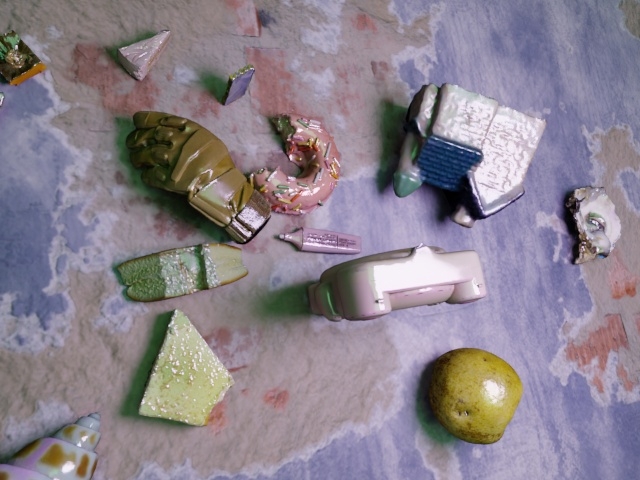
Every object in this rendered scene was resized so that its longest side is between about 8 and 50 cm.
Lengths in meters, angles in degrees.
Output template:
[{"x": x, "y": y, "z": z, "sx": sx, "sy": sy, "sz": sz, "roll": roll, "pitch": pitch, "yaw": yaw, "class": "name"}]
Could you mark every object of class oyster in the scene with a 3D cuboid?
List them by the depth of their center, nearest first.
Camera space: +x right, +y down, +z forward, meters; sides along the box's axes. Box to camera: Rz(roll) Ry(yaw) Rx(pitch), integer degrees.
[{"x": 0.783, "y": -0.052, "z": 1.301, "sx": 0.222, "sy": 0.083, "sz": 0.215, "roll": -11, "pitch": 86, "yaw": -29, "class": "oyster"}]

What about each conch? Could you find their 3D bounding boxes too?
[{"x": -0.451, "y": 0.436, "z": 0.647, "sx": 0.368, "sy": 0.197, "sz": 0.250, "roll": -38, "pitch": 126, "yaw": -22, "class": "conch"}]

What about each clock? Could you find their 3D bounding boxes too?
[{"x": 0.127, "y": 0.092, "z": 0.884, "sx": 0.283, "sy": 0.309, "sz": 0.114, "roll": -7, "pitch": 80, "yaw": -23, "class": "clock"}]

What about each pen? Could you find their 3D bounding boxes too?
[{"x": 0.000, "y": 0.000, "z": 1.007, "sx": 0.197, "sy": 0.032, "sz": 0.053, "roll": 5, "pitch": 77, "yaw": -22, "class": "pen"}]

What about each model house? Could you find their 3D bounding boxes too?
[{"x": 0.326, "y": -0.185, "z": 1.078, "sx": 0.298, "sy": 0.243, "sz": 0.285, "roll": 17, "pitch": 87, "yaw": -4, "class": "model house"}]

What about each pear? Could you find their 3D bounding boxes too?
[{"x": 0.326, "y": 0.328, "z": 0.983, "sx": 0.197, "sy": 0.197, "sz": 0.198, "roll": 5, "pitch": 77, "yaw": -20, "class": "pear"}]

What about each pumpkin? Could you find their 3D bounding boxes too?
[{"x": -0.575, "y": -0.340, "z": 0.844, "sx": 0.074, "sy": 0.054, "sz": 0.083, "roll": -44, "pitch": 100, "yaw": -19, "class": "pumpkin"}]

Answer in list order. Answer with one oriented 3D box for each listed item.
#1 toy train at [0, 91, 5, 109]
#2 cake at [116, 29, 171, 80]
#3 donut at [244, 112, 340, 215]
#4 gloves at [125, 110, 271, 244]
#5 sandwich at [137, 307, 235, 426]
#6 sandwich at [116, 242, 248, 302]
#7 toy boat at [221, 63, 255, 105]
[{"x": -0.638, "y": -0.285, "z": 0.785, "sx": 0.125, "sy": 0.081, "sz": 0.194, "roll": -16, "pitch": 93, "yaw": 8, "class": "toy train"}, {"x": -0.354, "y": -0.390, "z": 0.944, "sx": 0.121, "sy": 0.052, "sz": 0.065, "roll": -40, "pitch": 89, "yaw": -25, "class": "cake"}, {"x": -0.045, "y": -0.164, "z": 0.998, "sx": 0.198, "sy": 0.085, "sz": 0.233, "roll": 26, "pitch": 72, "yaw": -16, "class": "donut"}, {"x": -0.239, "y": -0.133, "z": 0.883, "sx": 0.331, "sy": 0.141, "sz": 0.154, "roll": 43, "pitch": 68, "yaw": -8, "class": "gloves"}, {"x": -0.233, "y": 0.242, "z": 0.851, "sx": 0.162, "sy": 0.058, "sz": 0.193, "roll": 20, "pitch": 70, "yaw": -18, "class": "sandwich"}, {"x": -0.253, "y": 0.058, "z": 0.863, "sx": 0.244, "sy": 0.088, "sz": 0.090, "roll": -11, "pitch": 86, "yaw": -24, "class": "sandwich"}, {"x": -0.177, "y": -0.330, "z": 0.964, "sx": 0.063, "sy": 0.115, "sz": 0.016, "roll": -40, "pitch": 95, "yaw": -24, "class": "toy boat"}]
